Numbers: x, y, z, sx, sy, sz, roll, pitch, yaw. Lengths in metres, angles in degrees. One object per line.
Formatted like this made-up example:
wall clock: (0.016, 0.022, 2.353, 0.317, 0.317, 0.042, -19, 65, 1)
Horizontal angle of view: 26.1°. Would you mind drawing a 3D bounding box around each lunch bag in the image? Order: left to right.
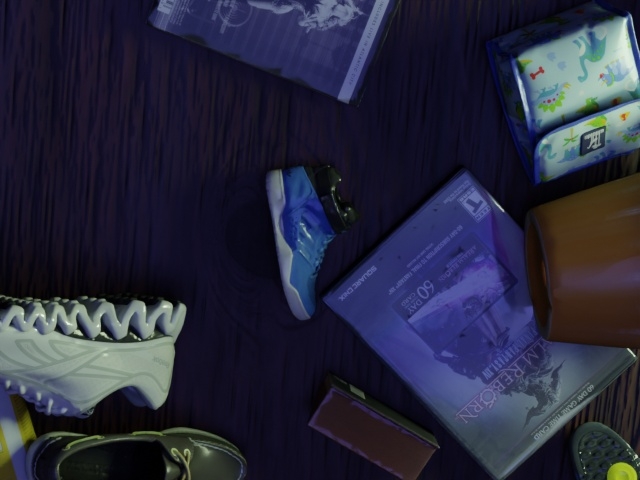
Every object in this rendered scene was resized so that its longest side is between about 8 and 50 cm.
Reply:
lunch bag: (0.246, -0.139, 1.337, 0.129, 0.096, 0.151, -20, 116, -4)

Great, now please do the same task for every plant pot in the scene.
plant pot: (0.298, 0.023, 1.314, 0.188, 0.205, 0.205, -7, 101, 0)

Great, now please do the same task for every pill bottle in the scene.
pill bottle: (-0.333, 0.177, 1.329, 0.103, 0.103, 0.184, -14, 101, -3)

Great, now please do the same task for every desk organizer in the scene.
desk organizer: (0.051, 0.191, 1.398, 0.130, 0.047, 0.050, 31, 99, -10)

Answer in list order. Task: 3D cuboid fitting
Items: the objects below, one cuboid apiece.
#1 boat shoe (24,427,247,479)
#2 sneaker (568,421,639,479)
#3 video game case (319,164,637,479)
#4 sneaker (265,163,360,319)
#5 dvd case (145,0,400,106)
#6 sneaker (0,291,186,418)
boat shoe: (-0.167, 0.225, 1.336, 0.228, 0.069, 0.081, 5, 88, -30)
sneaker: (0.324, 0.283, 1.436, 0.069, 0.082, 0.209, -36, 82, -7)
video game case: (0.162, 0.088, 1.402, 0.196, 0.026, 0.274, -43, 101, 3)
sneaker: (0.000, 0.000, 1.351, 0.085, 0.058, 0.152, -9, 95, 5)
dvd case: (-0.036, -0.244, 1.323, 0.221, 0.018, 0.164, 21, 97, -8)
sneaker: (-0.259, 0.108, 1.269, 0.292, 0.110, 0.118, 2, 93, -32)
